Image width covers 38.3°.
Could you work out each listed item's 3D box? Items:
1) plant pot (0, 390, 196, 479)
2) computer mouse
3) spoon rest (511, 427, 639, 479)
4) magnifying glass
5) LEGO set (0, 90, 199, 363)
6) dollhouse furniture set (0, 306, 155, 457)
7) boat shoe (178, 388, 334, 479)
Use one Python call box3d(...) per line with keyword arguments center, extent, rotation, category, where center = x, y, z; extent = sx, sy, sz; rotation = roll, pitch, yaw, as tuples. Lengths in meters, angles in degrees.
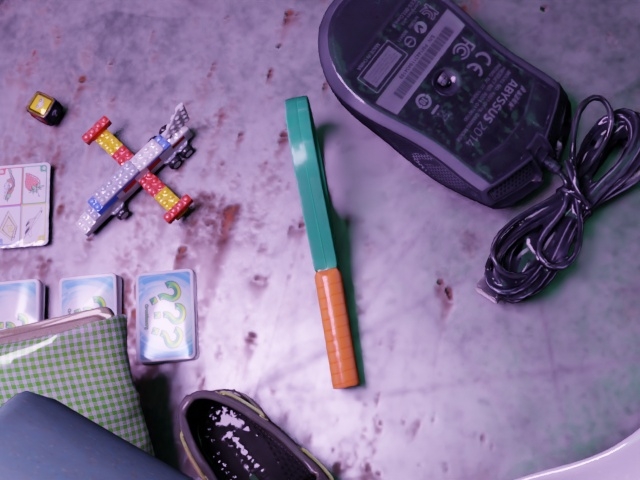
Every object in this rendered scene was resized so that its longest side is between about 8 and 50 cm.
box3d(center=(-0.093, 0.271, 0.475), extent=(0.334, 0.341, 0.341), rotation=(37, 83, -3), category="plant pot")
box3d(center=(0.111, -0.094, 0.737), extent=(0.272, 0.072, 0.188), rotation=(41, 82, 4), category="computer mouse")
box3d(center=(0.185, 0.191, 0.635), extent=(0.137, 0.084, 0.276), rotation=(43, 84, 17), category="spoon rest")
box3d(center=(0.000, 0.000, 0.723), extent=(0.026, 0.092, 0.231), rotation=(-12, 84, 3), category="magnifying glass")
box3d(center=(-0.196, -0.018, 0.769), extent=(0.182, 0.060, 0.244), rotation=(-4, 74, 4), category="LEGO set")
box3d(center=(-0.266, 0.182, 0.616), extent=(0.301, 0.151, 0.197), rotation=(-14, 99, 4), category="dollhouse furniture set")
box3d(center=(-0.022, 0.198, 0.673), extent=(0.228, 0.068, 0.081), rotation=(42, 85, 17), category="boat shoe")
